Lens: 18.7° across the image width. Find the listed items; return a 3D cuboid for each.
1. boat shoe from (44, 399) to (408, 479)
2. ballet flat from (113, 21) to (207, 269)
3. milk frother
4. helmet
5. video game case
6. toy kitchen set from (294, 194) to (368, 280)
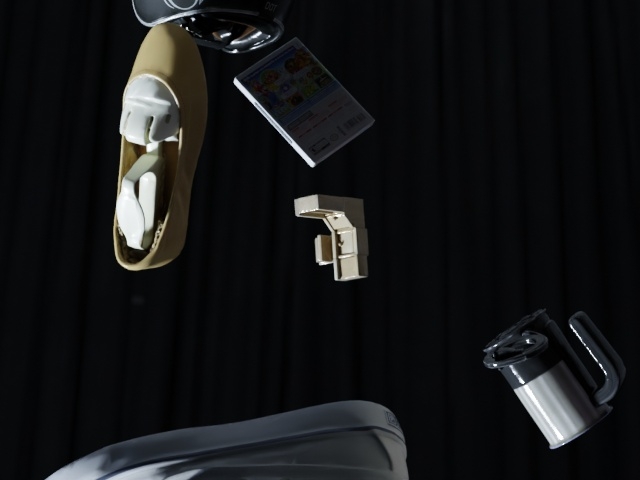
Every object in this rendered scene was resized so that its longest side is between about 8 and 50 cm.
[{"bbox_3d":[-0.069,0.173,1.243,0.258,0.084,0.095,-18,137,8],"label":"boat shoe"},{"bbox_3d":[-0.148,-0.078,1.751,0.080,0.073,0.232,14,114,24],"label":"ballet flat"},{"bbox_3d":[0.241,0.155,2.097,0.143,0.135,0.129,-34,178,-40],"label":"milk frother"},{"bbox_3d":[-0.096,-0.270,1.830,0.169,0.162,0.169,0,168,0],"label":"helmet"},{"bbox_3d":[-0.016,-0.140,1.967,0.087,0.122,0.011,-36,167,-27],"label":"video game case"},{"bbox_3d":[0.000,0.000,2.053,0.068,0.083,0.075,-12,168,41],"label":"toy kitchen set"}]
